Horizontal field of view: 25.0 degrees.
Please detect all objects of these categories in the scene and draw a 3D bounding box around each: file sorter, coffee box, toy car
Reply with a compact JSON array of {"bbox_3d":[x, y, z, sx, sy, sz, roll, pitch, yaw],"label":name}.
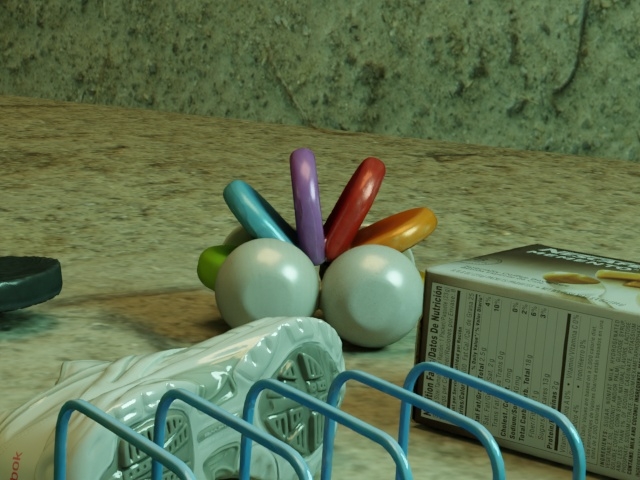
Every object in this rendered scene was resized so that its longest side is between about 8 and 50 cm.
[{"bbox_3d":[-0.001,0.110,0.530,0.170,0.104,0.118,-2,12,-34],"label":"file sorter"},{"bbox_3d":[0.194,0.074,0.830,0.246,0.098,0.141,11,12,38],"label":"coffee box"},{"bbox_3d":[0.000,0.000,1.080,0.182,0.136,0.159,3,10,-2],"label":"toy car"}]

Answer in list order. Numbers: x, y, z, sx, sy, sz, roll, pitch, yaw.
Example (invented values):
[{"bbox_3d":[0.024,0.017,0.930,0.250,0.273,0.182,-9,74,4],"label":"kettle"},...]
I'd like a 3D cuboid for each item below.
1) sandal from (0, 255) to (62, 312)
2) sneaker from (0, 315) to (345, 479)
[{"bbox_3d":[-0.410,-0.005,1.041,0.446,0.107,0.167,4,9,5],"label":"sandal"},{"bbox_3d":[-0.077,0.082,0.724,0.115,0.090,0.232,6,8,34],"label":"sneaker"}]
